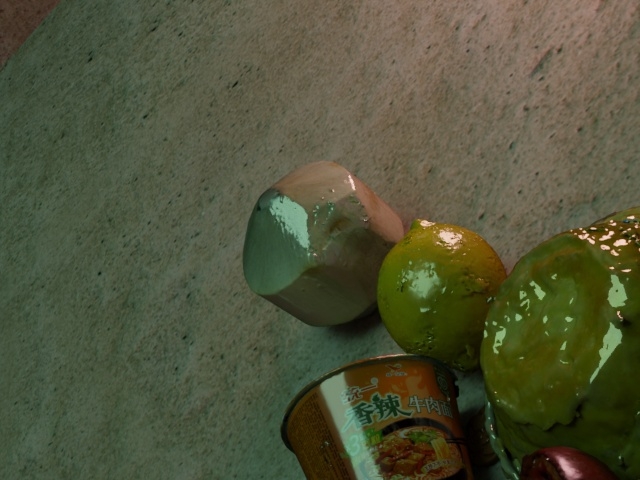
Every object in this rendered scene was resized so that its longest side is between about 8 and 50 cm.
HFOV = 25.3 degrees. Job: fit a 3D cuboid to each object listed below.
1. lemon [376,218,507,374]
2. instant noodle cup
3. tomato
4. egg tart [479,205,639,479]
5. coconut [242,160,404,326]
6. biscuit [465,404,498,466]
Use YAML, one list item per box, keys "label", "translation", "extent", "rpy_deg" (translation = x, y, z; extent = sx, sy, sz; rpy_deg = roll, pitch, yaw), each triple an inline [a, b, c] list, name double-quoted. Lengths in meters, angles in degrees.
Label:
- label: "lemon"
  translation: [0.157, 0.073, 1.808]
  extent: [0.173, 0.173, 0.206]
  rpy_deg: [-38, 58, 28]
- label: "instant noodle cup"
  translation: [0.082, 0.272, 1.709]
  extent: [0.230, 0.230, 0.182]
  rpy_deg: [-41, 45, 24]
- label: "tomato"
  translation: [0.274, 0.321, 1.461]
  extent: [0.228, 0.101, 0.228]
  rpy_deg: [175, 90, -76]
- label: "egg tart"
  translation: [0.307, 0.115, 1.592]
  extent: [0.388, 0.169, 0.388]
  rpy_deg: [-34, 43, 38]
- label: "coconut"
  translation: [-0.002, 0.003, 2.025]
  extent: [0.241, 0.241, 0.241]
  rpy_deg: [-33, 40, 33]
- label: "biscuit"
  translation: [0.205, 0.233, 1.751]
  extent: [0.078, 0.015, 0.091]
  rpy_deg: [13, 73, 55]
